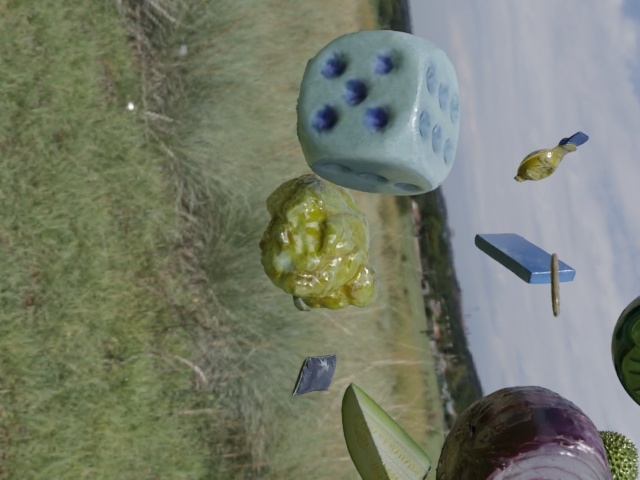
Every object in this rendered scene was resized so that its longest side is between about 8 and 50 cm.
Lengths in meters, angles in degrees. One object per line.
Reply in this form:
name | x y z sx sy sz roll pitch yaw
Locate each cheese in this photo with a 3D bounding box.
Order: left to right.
cheese | 0.711 -0.256 2.215 0.156 0.250 0.064 16 49 -46

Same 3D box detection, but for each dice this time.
dice | 0.125 -0.250 1.460 0.268 0.262 0.265 30 68 -61

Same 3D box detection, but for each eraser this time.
eraser | 0.572 0.047 2.035 0.312 0.144 0.043 -131 -138 -64

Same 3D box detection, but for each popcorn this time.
popcorn | 0.003 -0.005 1.734 0.293 0.292 0.335 123 -32 -65

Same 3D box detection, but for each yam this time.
yam | -0.050 0.118 1.928 0.070 0.069 0.147 54 20 -72

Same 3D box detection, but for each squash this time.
squash | 0.120 0.528 1.773 0.288 0.111 0.203 42 39 3

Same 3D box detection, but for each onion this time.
onion | 0.356 0.401 1.286 0.260 0.281 0.337 -90 -165 -66

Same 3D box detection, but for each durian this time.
durian | 0.687 0.557 1.749 0.146 0.159 0.198 -114 -145 -55

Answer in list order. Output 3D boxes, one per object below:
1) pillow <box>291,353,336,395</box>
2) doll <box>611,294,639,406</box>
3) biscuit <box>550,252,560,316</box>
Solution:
pillow | -0.013 0.434 2.332 0.208 0.055 0.142 9 103 -60
doll | 0.524 0.190 0.988 0.322 0.198 0.186 65 27 -5
biscuit | 0.482 0.092 1.471 0.071 0.018 0.147 66 29 -47
